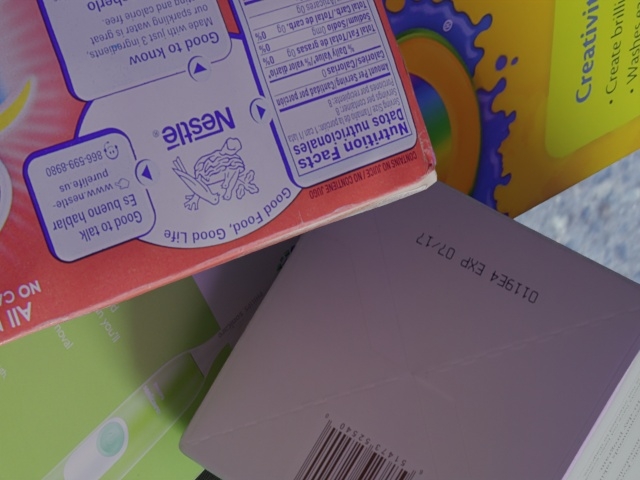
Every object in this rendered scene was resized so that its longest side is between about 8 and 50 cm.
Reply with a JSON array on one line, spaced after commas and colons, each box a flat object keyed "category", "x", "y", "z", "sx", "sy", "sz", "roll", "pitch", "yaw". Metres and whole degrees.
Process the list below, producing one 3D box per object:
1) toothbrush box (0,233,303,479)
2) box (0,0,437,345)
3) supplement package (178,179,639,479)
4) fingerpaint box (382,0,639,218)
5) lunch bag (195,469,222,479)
[{"category": "toothbrush box", "x": -0.151, "y": 0.031, "z": 0.690, "sx": 0.283, "sy": 0.122, "sz": 0.206, "roll": -45, "pitch": 121, "yaw": -30}, {"category": "box", "x": -0.135, "y": -0.032, "z": 0.526, "sx": 0.300, "sy": 0.142, "sz": 0.154, "roll": -23, "pitch": 94, "yaw": -35}, {"category": "supplement package", "x": 0.074, "y": 0.083, "z": 0.766, "sx": 0.134, "sy": 0.139, "sz": 0.244, "roll": -59, "pitch": 152, "yaw": -5}, {"category": "fingerpaint box", "x": 0.086, "y": -0.249, "z": 0.795, "sx": 0.371, "sy": 0.163, "sz": 0.445, "roll": -28, "pitch": 134, "yaw": -31}, {"category": "lunch bag", "x": -0.048, "y": 0.203, "z": 0.961, "sx": 0.235, "sy": 0.169, "sz": 0.287, "roll": -48, "pitch": 145, "yaw": -10}]
